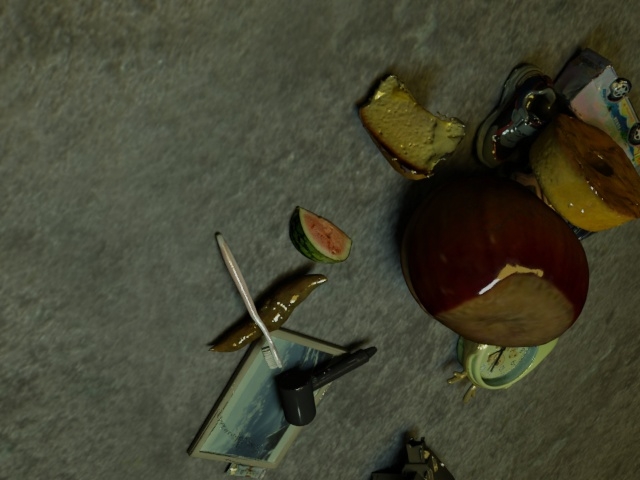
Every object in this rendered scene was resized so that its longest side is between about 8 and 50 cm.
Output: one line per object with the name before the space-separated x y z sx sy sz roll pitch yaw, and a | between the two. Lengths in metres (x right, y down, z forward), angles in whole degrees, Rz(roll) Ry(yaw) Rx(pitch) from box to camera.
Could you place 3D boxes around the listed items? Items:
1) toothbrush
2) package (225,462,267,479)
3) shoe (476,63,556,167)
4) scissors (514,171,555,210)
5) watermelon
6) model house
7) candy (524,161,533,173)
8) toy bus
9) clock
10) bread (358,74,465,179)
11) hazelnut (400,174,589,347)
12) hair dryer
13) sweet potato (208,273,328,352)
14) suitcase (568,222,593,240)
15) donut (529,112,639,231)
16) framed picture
toothbrush | -0.139 0.122 1.517 0.030 0.025 0.307 -19 112 8
package | -0.166 0.519 1.787 0.110 0.015 0.037 23 98 -40
shoe | 0.417 -0.242 1.628 0.099 0.125 0.227 12 108 -39
scissors | 0.517 -0.063 1.829 0.160 0.024 0.317 -14 141 12
watermelon | -0.010 0.010 1.566 0.069 0.087 0.163 -27 137 34
model house | 0.228 0.612 1.989 0.211 0.204 0.243 -34 118 -67
candy | 0.570 -0.150 1.818 0.292 0.059 0.086 17 108 -38
toy bus | 0.624 -0.275 1.752 0.138 0.112 0.317 -42 130 8
clock | 0.436 0.262 1.956 0.308 0.096 0.235 -43 132 -3
bread | 0.170 -0.203 1.471 0.140 0.160 0.169 -47 131 1
hazelnut | 0.350 0.044 1.635 0.359 0.359 0.409 -48 126 1
hair dryer | 0.022 0.301 1.724 0.248 0.070 0.114 -26 127 -27
sweet potato | -0.103 0.148 1.577 0.274 0.067 0.067 -37 130 -3
suitcase | 0.653 -0.052 1.897 0.086 0.059 0.126 -24 161 -17
donut | 0.533 -0.133 1.608 0.278 0.277 0.108 15 140 -37
framed picture | -0.108 0.347 1.717 0.247 0.022 0.335 23 104 -39
